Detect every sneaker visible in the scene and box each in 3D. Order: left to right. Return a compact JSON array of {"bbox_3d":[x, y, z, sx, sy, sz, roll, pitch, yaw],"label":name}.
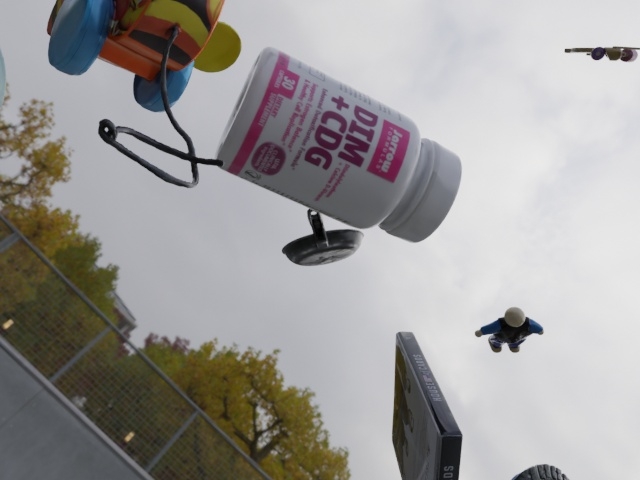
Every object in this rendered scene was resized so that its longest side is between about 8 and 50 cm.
[{"bbox_3d":[0.252,0.299,0.610,0.073,0.063,0.162,-33,-53,30],"label":"sneaker"}]

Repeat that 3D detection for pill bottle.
[{"bbox_3d":[0.025,-0.110,0.702,0.283,0.160,0.160,23,-30,-16],"label":"pill bottle"}]

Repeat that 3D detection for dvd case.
[{"bbox_3d":[0.123,0.244,0.680,0.030,0.238,0.179,-1,-74,-3],"label":"dvd case"}]

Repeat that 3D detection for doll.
[{"bbox_3d":[0.367,0.178,1.080,0.129,0.046,0.189,-2,-27,9],"label":"doll"}]

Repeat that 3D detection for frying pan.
[{"bbox_3d":[0.027,-0.002,1.234,0.326,0.197,0.053,134,-53,-65],"label":"frying pan"}]

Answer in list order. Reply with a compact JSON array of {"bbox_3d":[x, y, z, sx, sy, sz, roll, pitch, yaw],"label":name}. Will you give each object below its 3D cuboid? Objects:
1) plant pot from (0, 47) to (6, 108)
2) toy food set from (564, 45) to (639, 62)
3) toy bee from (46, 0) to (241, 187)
[{"bbox_3d":[-0.705,-0.283,0.884,0.293,0.293,0.196,45,8,-4],"label":"plant pot"},{"bbox_3d":[0.436,-0.282,0.840,0.078,0.122,0.019,1,-73,-6],"label":"toy food set"},{"bbox_3d":[-0.125,-0.181,0.440,0.298,0.195,0.162,39,-76,22],"label":"toy bee"}]
